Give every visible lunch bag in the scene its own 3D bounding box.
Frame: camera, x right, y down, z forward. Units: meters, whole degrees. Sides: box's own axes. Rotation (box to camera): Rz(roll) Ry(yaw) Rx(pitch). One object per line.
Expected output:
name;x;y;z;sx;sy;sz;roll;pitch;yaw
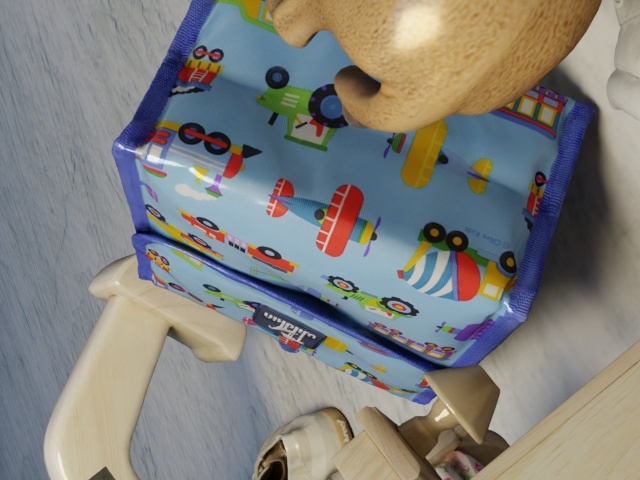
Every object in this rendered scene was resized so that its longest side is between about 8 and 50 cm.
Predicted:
lunch bag;0.000;0.000;0.733;0.221;0.138;0.293;22;154;1

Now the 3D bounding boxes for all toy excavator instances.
toy excavator;-0.153;0.286;0.974;0.445;0.433;0.222;57;154;-11

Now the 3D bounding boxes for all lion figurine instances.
lion figurine;0.084;-0.159;0.411;0.240;0.142;0.392;-101;24;-56

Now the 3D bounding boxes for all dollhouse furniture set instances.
dollhouse furniture set;0.184;0.186;0.587;0.303;0.174;0.355;52;-177;32

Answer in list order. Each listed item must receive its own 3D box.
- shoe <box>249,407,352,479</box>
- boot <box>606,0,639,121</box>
shoe;-0.034;0.206;1.084;0.077;0.058;0.219;64;152;18
boot;0.183;-0.084;0.413;0.258;0.095;0.123;-143;54;-72
